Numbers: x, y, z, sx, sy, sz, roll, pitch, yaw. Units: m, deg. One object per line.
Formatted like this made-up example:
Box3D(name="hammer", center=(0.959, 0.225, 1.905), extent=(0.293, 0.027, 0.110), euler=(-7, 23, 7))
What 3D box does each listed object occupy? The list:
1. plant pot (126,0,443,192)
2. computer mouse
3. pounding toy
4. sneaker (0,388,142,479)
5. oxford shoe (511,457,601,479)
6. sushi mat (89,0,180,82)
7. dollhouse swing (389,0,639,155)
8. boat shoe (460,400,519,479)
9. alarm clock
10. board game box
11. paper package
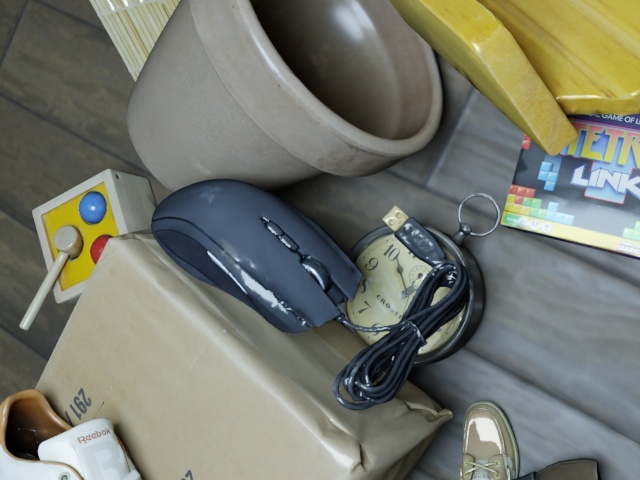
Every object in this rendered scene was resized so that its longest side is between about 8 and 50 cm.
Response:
Box3D(name="plant pot", center=(-0.054, -0.142, 0.805), extent=(0.229, 0.263, 0.263), euler=(-32, 72, 37))
Box3D(name="computer mouse", center=(0.000, 0.000, 0.721), extent=(0.262, 0.184, 0.060), euler=(38, 143, 21))
Box3D(name="pounding toy", center=(-0.250, 0.013, 0.935), extent=(0.141, 0.100, 0.130), euler=(-25, 75, 20))
Box3D(name="sneaker", center=(-0.170, 0.216, 0.667), extent=(0.290, 0.106, 0.123), euler=(29, 111, 29))
Box3D(name="oxford shoe", center=(0.244, 0.283, 0.698), extent=(0.096, 0.083, 0.227), euler=(-28, 75, 15))
Box3D(name="sushi mat", center=(-0.201, -0.317, 0.891), extent=(0.152, 0.019, 0.316), euler=(-17, 116, 20))
Box3D(name="dollhouse swing", center=(0.176, -0.324, 0.622), extent=(0.347, 0.305, 0.315), euler=(-40, 53, 6))
Box3D(name="boat shoe", center=(0.147, 0.210, 0.767), extent=(0.050, 0.045, 0.135), euler=(-10, 81, 23))
Box3D(name="alarm clock", center=(0.095, 0.035, 0.797), extent=(0.129, 0.064, 0.192), euler=(45, 106, 21))
Box3D(name="board game box", center=(0.255, -0.059, 0.743), extent=(0.170, 0.048, 0.141), euler=(15, 92, 25))
Box3D(name="paper package", center=(-0.106, 0.191, 0.787), extent=(0.309, 0.168, 0.324), euler=(40, 114, 24))
